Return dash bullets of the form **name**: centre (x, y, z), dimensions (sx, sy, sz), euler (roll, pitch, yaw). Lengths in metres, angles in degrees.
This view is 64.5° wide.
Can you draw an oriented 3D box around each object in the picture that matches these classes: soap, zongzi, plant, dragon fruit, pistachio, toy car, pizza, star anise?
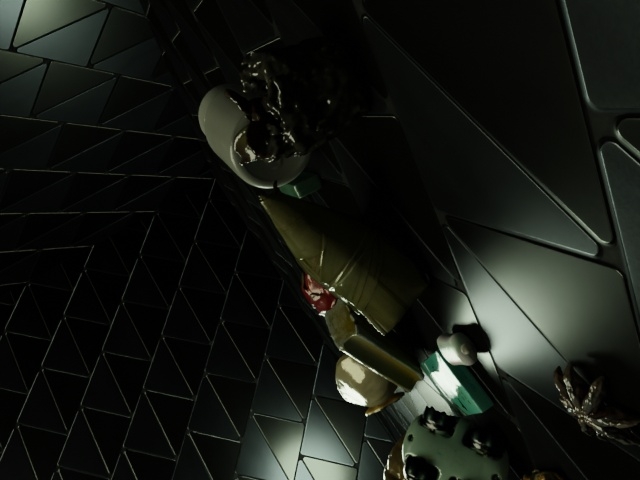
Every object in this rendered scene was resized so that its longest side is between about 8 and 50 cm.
- **soap**: centre (0.147, 0.278, 1.360), dimensions (0.274, 0.089, 0.173), euler (37, -168, -27)
- **zongzi**: centre (0.000, 0.000, 1.159), dimensions (0.418, 0.181, 0.447), euler (36, 176, -19)
- **plant**: centre (-0.050, -0.231, 0.856), dimensions (0.178, 0.234, 0.204), euler (67, 173, -11)
- **dragon fruit**: centre (0.035, 0.118, 1.507), dimensions (0.274, 0.193, 0.192), euler (58, -162, 7)
- **pistachio**: centre (0.159, 0.438, 1.674), dimensions (0.331, 0.226, 0.207), euler (94, 168, -48)
- **toy car**: centre (0.333, 0.532, 1.239), dimensions (0.255, 0.188, 0.190), euler (14, 163, 29)
- **pizza**: centre (0.468, 0.507, 1.000), dimensions (0.161, 0.063, 0.182), euler (56, 175, -25)
- **star anise**: centre (0.376, 0.232, 0.708), dimensions (0.141, 0.042, 0.141), euler (55, 166, 20)

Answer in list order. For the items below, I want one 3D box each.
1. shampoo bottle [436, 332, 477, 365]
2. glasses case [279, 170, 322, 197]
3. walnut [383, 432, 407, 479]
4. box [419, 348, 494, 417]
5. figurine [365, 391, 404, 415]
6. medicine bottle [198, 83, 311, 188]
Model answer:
- **shampoo bottle**: centre (0.286, 0.226, 1.053), dimensions (0.072, 0.043, 0.099), euler (57, 168, 6)
- **glasses case**: centre (-0.061, -0.159, 1.419), dimensions (0.039, 0.078, 0.184), euler (66, 166, -18)
- **walnut**: centre (0.339, 0.704, 1.473), dimensions (0.332, 0.333, 0.332), euler (55, 168, 18)
- **box**: centre (0.317, 0.342, 1.216), dimensions (0.162, 0.042, 0.229), euler (55, 168, 18)
- **figurine**: centre (0.176, 0.503, 1.905), dimensions (0.257, 0.181, 0.208), euler (63, -162, 13)
- **medicine bottle**: centre (-0.180, -0.282, 1.287), dimensions (0.340, 0.208, 0.208), euler (44, 161, 53)
